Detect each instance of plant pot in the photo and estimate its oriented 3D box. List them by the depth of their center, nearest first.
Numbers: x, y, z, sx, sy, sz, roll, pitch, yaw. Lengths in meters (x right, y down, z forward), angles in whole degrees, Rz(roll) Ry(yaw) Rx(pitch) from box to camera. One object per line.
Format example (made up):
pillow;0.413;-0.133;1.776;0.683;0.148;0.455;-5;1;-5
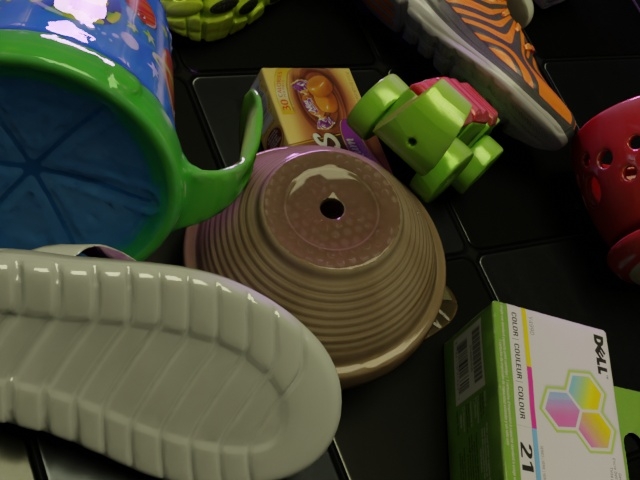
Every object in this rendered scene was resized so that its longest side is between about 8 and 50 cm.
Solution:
plant pot;0.000;0.000;0.894;0.237;0.110;0.237;4;59;-7
plant pot;0.385;-0.049;1.150;0.191;0.191;0.174;7;65;-25

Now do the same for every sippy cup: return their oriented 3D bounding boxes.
sippy cup;-0.218;-0.121;0.855;0.305;0.240;0.224;40;33;-32

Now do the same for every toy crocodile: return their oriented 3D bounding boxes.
toy crocodile;0.122;-0.116;1.032;0.115;0.105;0.340;46;19;9

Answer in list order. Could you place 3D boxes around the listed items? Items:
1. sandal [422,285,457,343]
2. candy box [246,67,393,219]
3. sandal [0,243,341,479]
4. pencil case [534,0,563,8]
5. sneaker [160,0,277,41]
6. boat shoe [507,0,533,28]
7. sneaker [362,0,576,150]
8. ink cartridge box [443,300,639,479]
sandal;0.027;0.093;0.944;0.219;0.060;0.090;-34;73;-25
candy box;0.005;-0.086;1.050;0.109;0.053;0.187;-5;61;-30
sandal;-0.177;0.074;0.805;0.416;0.169;0.102;17;13;-18
pencil case;0.264;-0.439;1.380;0.113;0.124;0.273;-27;74;-38
sneaker;-0.098;-0.304;1.114;0.123;0.109;0.295;38;41;8
boat shoe;0.195;-0.362;1.318;0.227;0.079;0.081;45;54;9
sneaker;0.205;-0.261;1.186;0.180;0.124;0.321;-44;86;-8
ink cartridge box;0.251;0.183;0.976;0.255;0.097;0.189;15;53;-18
